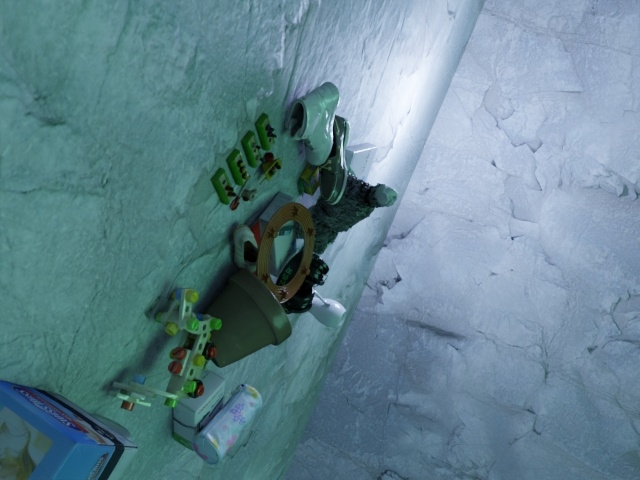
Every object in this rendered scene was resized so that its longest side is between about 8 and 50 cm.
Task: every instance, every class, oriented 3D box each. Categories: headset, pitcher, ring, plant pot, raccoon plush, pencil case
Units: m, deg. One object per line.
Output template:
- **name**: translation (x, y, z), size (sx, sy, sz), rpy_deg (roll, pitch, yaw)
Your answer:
- **headset**: translation (-0.084, 0.148, 1.912), size (0.244, 0.185, 0.394), rpy_deg (-64, 158, 5)
- **pitcher**: translation (0.014, 0.312, 2.339), size (0.125, 0.207, 0.178), rpy_deg (-54, 158, -34)
- **ring**: translation (-0.099, 0.044, 1.609), size (0.336, 0.032, 0.337), rpy_deg (-33, 129, -53)
- **plant pot**: translation (-0.252, 0.250, 1.484), size (0.229, 0.263, 0.263), rpy_deg (-36, 151, -22)
- **raccoon plush**: translation (0.055, -0.091, 1.756), size (0.299, 0.216, 0.446), rpy_deg (-52, -172, -6)
- **pencil case**: translation (-0.303, 0.600, 1.643), size (0.273, 0.113, 0.124), rpy_deg (-46, 145, -51)

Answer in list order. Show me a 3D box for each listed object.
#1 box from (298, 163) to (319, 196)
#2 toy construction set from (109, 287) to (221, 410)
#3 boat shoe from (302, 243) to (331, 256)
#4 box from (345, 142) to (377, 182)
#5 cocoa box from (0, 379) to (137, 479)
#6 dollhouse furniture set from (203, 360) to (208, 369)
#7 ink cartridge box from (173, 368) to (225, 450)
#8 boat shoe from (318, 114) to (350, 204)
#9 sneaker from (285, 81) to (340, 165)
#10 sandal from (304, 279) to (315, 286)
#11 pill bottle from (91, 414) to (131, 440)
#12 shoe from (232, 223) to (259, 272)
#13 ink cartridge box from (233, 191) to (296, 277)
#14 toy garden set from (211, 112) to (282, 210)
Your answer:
- **box**: translation (-0.019, -0.241, 1.780), size (0.179, 0.043, 0.105), rpy_deg (-57, 161, -19)
- **toy construction set**: translation (-0.370, 0.292, 1.262), size (0.328, 0.151, 0.215), rpy_deg (-60, 152, -16)
- **boat shoe**: translation (-0.001, 0.000, 2.088), size (0.227, 0.079, 0.081), rpy_deg (-52, 163, -28)
- **box**: translation (0.142, -0.295, 2.150), size (0.322, 0.058, 0.232), rpy_deg (-30, 141, -61)
- **cocoa box**: translation (-0.545, 0.457, 0.857), size (0.347, 0.231, 0.228), rpy_deg (-59, 161, -19)
- **dollhouse furniture set**: translation (-0.378, 0.356, 1.560), size (0.152, 0.058, 0.076), rpy_deg (-84, -171, -84)
- **ink cartridge box**: translation (-0.401, 0.557, 1.643), size (0.160, 0.092, 0.220), rpy_deg (-45, 154, -49)
- **boat shoe**: translation (0.031, -0.277, 1.690), size (0.091, 0.109, 0.305), rpy_deg (7, 88, -49)
- **sneaker**: translation (-0.044, -0.330, 1.522), size (0.169, 0.108, 0.293), rpy_deg (-35, 151, -33)
- **sandal**: translation (-0.056, 0.195, 2.218), size (0.049, 0.072, 0.180), rpy_deg (-59, 171, -78)
- **pill bottle**: translation (-0.544, 0.529, 1.139), size (0.222, 0.124, 0.124), rpy_deg (-61, 162, -11)
- **shoe**: translation (-0.221, 0.042, 1.492), size (0.076, 0.058, 0.219), rpy_deg (-29, 147, -18)
- **ink cartridge box**: translation (-0.172, 0.028, 1.652), size (0.261, 0.066, 0.296), rpy_deg (-54, 160, -33)
- **toy garden set**: translation (-0.183, -0.188, 1.357), size (0.244, 0.049, 0.204), rpy_deg (-58, 161, -23)
